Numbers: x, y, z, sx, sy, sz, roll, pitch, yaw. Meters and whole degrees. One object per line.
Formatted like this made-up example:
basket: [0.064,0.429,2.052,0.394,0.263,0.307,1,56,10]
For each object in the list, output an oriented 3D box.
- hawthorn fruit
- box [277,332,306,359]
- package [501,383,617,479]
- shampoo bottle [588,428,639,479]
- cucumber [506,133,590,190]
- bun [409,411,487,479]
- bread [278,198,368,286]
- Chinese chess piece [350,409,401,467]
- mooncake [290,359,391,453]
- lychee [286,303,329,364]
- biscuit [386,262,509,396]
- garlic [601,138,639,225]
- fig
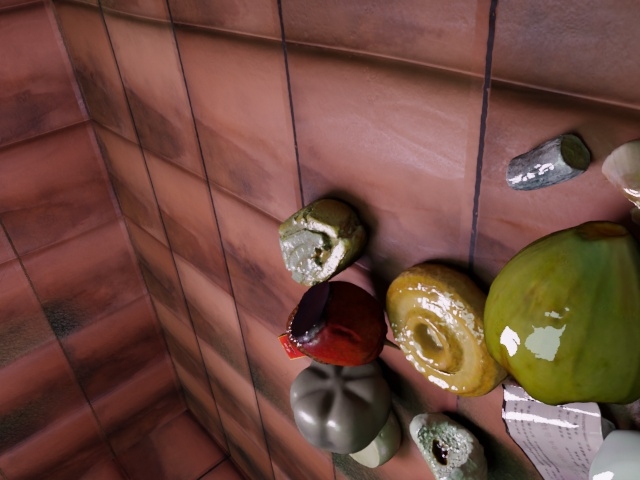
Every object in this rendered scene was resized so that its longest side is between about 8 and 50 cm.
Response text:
hawthorn fruit: [0.064,0.190,1.187,0.252,0.189,0.189,15,141,-4]
box: [-0.086,0.344,1.741,0.090,0.023,0.133,62,148,1]
package: [0.452,0.385,0.976,0.204,0.062,0.250,-9,111,58]
shampoo bottle: [0.571,0.384,0.716,0.350,0.151,0.221,-4,116,57]
cucumber: [0.324,-0.107,0.765,0.064,0.064,0.112,62,151,-2]
bun: [0.299,0.485,1.207,0.212,0.127,0.204,60,175,12]
bread: [0.000,0.000,1.248,0.185,0.124,0.257,59,147,3]
Chinese chess piece: [0.117,0.523,1.520,0.250,0.101,0.250,35,140,35]
mooncake: [0.050,0.404,1.368,0.275,0.275,0.135,30,144,40]
lychee: [0.004,0.223,1.368,0.194,0.195,0.194,35,140,36]
biscuit: [0.247,0.186,1.072,0.296,0.102,0.296,37,143,33]
garlic: [0.421,-0.054,0.637,0.174,0.099,0.124,41,128,30]
fig: [0.354,0.094,0.721,0.239,0.240,0.270,37,134,33]
